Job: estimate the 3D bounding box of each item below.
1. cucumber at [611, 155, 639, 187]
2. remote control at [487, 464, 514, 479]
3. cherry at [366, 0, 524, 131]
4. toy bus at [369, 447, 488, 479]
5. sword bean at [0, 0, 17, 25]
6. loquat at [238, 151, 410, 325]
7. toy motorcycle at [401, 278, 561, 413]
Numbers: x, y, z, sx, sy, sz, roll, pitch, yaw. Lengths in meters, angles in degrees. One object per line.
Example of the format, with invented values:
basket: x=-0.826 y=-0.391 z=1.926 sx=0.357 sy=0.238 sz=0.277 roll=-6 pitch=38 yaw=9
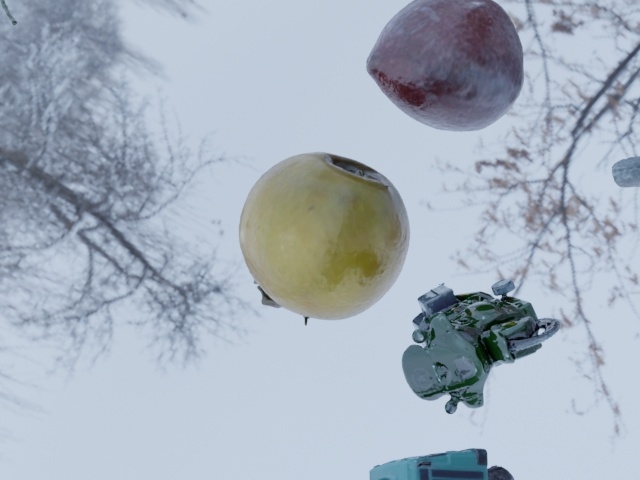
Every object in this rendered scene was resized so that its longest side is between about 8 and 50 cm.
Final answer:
cucumber: x=0.611 y=-0.131 z=1.592 sx=0.112 sy=0.064 sz=0.064 roll=3 pitch=-116 yaw=51
remote control: x=0.095 y=0.410 z=0.990 sx=0.107 sy=0.044 sz=0.377 roll=-15 pitch=143 yaw=-57
cherry: x=0.206 y=-0.288 z=1.350 sx=0.203 sy=0.300 sz=0.230 roll=-16 pitch=-95 yaw=58
toy bus: x=0.086 y=0.241 z=0.640 sx=0.079 sy=0.092 sz=0.160 roll=142 pitch=-48 yaw=-57
sword bean: x=-0.565 y=-0.413 z=1.512 sx=0.012 sy=0.012 sz=0.083 roll=-51 pitch=-125 yaw=20
loquat: x=0.000 y=0.000 z=1.280 sx=0.275 sy=0.275 sz=0.275 roll=-46 pitch=-154 yaw=29
toy motorcycle: x=0.182 y=0.126 z=1.067 sx=0.187 sy=0.124 sz=0.275 roll=-24 pitch=-174 yaw=-4
